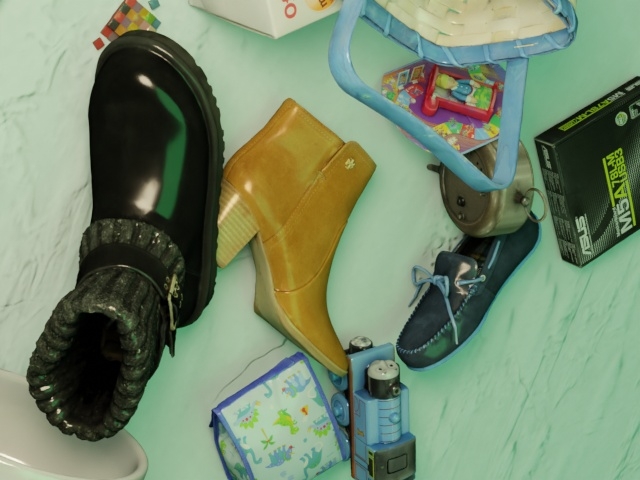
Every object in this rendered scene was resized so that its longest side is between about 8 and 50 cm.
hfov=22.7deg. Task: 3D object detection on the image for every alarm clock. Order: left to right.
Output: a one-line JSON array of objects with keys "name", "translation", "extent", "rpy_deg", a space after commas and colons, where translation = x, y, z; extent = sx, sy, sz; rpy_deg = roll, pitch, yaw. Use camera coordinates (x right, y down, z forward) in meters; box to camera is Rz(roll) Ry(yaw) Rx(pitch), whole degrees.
[{"name": "alarm clock", "translation": [0.200, -0.063, 1.850], "extent": [0.064, 0.192, 0.129], "rpy_deg": [-9, 112, -31]}]

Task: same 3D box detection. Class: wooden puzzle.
[{"name": "wooden puzzle", "translation": [-0.193, -0.217, 1.630], "extent": [0.049, 0.006, 0.083], "rpy_deg": [40, 83, -38]}]

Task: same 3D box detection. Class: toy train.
[{"name": "toy train", "translation": [0.064, 0.208, 1.913], "extent": [0.080, 0.105, 0.184], "rpy_deg": [-15, 116, -30]}]

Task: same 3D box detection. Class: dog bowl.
[{"name": "dog bowl", "translation": [-0.308, 0.217, 1.552], "extent": [0.265, 0.265, 0.104], "rpy_deg": [16, 101, -38]}]

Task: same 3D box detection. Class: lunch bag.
[{"name": "lunch bag", "translation": [-0.055, 0.214, 1.839], "extent": [0.129, 0.096, 0.151], "rpy_deg": [-33, 133, -21]}]

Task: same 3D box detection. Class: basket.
[{"name": "basket", "translation": [0.122, -0.218, 1.494], "extent": [0.255, 0.201, 0.289], "rpy_deg": [36, 55, -41]}]

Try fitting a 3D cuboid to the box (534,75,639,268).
[{"name": "box", "translation": [0.372, -0.089, 2.056], "extent": [0.184, 0.045, 0.191], "rpy_deg": [-31, 123, -25]}]

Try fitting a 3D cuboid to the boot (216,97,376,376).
[{"name": "boot", "translation": [-0.001, -0.001, 1.789], "extent": [0.211, 0.104, 0.295], "rpy_deg": [-49, 124, -10]}]

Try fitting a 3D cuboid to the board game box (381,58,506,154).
[{"name": "board game box", "translation": [0.156, -0.168, 1.820], "extent": [0.168, 0.133, 0.033], "rpy_deg": [-24, 157, -25]}]

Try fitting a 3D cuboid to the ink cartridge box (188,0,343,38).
[{"name": "ink cartridge box", "translation": [-0.015, -0.333, 1.606], "extent": [0.232, 0.168, 0.171], "rpy_deg": [-28, 122, -25]}]

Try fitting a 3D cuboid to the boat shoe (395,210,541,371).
[{"name": "boat shoe", "translation": [0.164, 0.041, 1.937], "extent": [0.258, 0.109, 0.089], "rpy_deg": [-54, 130, -27]}]

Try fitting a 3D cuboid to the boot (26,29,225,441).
[{"name": "boot", "translation": [-0.192, -0.006, 1.552], "extent": [0.260, 0.131, 0.348], "rpy_deg": [-53, 142, -58]}]
